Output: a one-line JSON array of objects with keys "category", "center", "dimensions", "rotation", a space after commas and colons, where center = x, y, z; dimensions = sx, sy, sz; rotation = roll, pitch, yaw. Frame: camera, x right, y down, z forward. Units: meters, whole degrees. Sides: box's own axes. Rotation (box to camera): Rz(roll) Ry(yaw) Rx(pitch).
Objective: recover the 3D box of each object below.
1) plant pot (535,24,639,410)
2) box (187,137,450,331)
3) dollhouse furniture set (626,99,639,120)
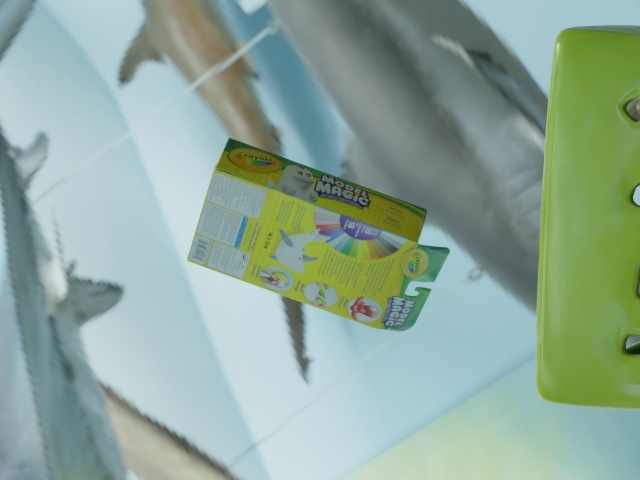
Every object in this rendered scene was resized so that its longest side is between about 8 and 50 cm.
[{"category": "plant pot", "center": [0.273, -0.012, 0.863], "dimensions": [0.227, 0.207, 0.228], "rotation": [-9, -76, -56]}, {"category": "box", "center": [0.000, 0.000, 1.054], "dimensions": [0.179, 0.105, 0.043], "rotation": [22, -135, -1]}, {"category": "dollhouse furniture set", "center": [0.467, -0.135, 1.277], "dimensions": [0.362, 0.256, 0.394], "rotation": [22, 153, 45]}]
